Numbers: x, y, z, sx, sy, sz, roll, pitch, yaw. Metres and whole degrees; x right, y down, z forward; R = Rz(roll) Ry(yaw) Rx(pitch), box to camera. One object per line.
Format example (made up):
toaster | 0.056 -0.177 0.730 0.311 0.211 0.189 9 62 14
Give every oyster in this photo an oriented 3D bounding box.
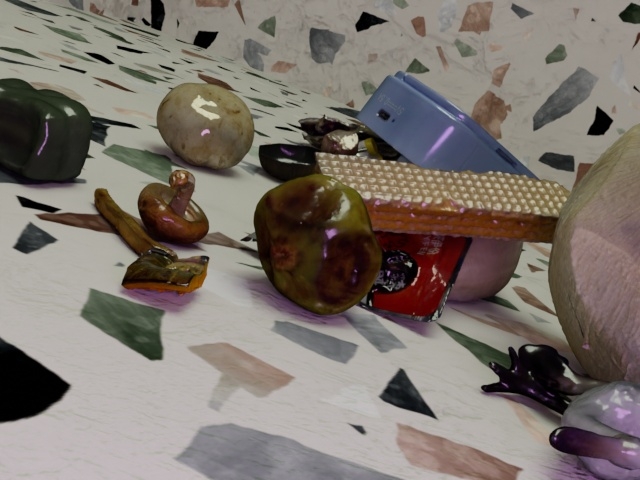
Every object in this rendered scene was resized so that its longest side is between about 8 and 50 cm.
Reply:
oyster | 0.088 -0.222 2.070 0.271 0.100 0.275 20 12 28

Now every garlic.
garlic | 0.185 0.019 1.286 0.196 0.151 0.338 2 19 20

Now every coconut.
coconut | 0.438 0.028 1.014 0.346 0.346 0.360 24 -23 17

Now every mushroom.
mushroom | -0.192 -0.187 1.514 0.166 0.127 0.166 15 38 -12
mushroom | -0.173 -0.040 1.044 0.088 0.073 0.129 54 -15 18

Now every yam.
yam | 0.013 -0.083 1.257 0.056 0.057 0.241 20 -25 1

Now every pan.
pan | -0.013 -0.136 1.639 0.202 0.048 0.128 5 23 -4

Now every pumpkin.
pumpkin | -0.153 0.037 0.896 0.073 0.035 0.101 9 16 7

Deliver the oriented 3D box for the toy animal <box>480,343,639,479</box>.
toy animal | 0.261 0.170 0.823 0.195 0.090 0.324 13 5 0

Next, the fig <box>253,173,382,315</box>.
fig | 0.000 0.000 1.011 0.154 0.144 0.165 34 12 6

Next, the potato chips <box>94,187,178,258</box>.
potato chips | -0.219 -0.019 1.027 0.037 0.026 0.204 12 15 -40

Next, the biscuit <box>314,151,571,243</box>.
biscuit | 0.172 -0.049 1.167 0.378 0.054 0.094 4 41 -20

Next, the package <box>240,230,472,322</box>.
package | 0.044 0.008 1.141 0.269 0.071 0.194 20 49 9

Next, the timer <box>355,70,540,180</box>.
timer | 0.233 -0.181 1.846 0.395 0.173 0.395 36 8 -6

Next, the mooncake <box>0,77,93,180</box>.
mooncake | -0.375 -0.139 1.126 0.175 0.104 0.168 12 21 -17

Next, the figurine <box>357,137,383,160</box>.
figurine | 0.071 -0.123 1.712 0.129 0.109 0.178 9 31 -18
